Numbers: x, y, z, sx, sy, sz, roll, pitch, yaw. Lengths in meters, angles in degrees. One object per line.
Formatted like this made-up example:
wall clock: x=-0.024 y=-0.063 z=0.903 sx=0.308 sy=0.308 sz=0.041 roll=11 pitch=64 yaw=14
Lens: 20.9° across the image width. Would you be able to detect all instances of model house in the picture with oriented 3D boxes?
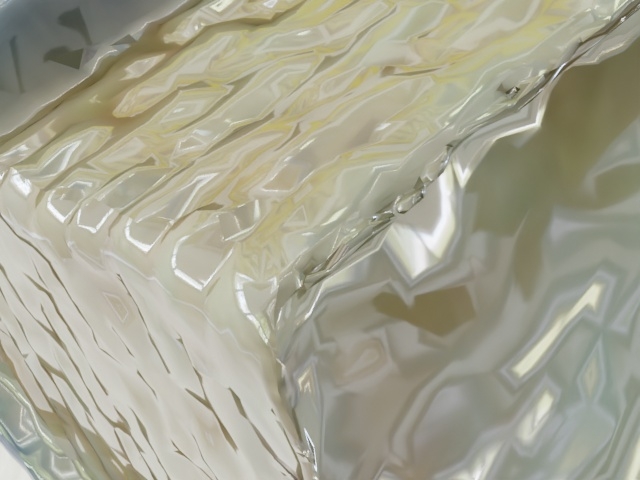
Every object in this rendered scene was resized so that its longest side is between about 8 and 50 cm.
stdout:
model house: x=0.084 y=0.028 z=0.695 sx=0.395 sy=0.400 sz=0.445 roll=-41 pitch=-57 yaw=-23
